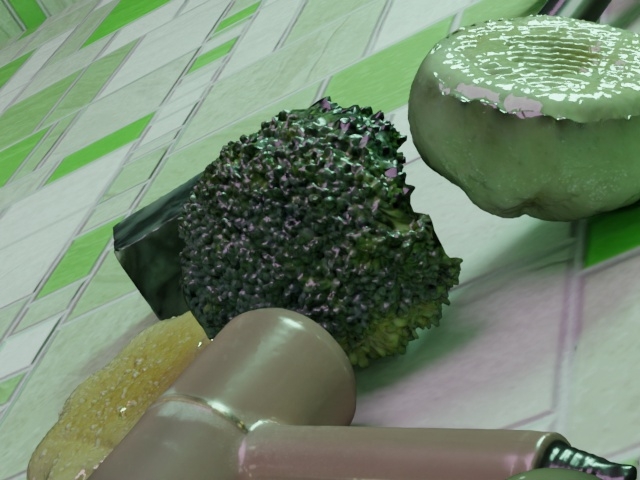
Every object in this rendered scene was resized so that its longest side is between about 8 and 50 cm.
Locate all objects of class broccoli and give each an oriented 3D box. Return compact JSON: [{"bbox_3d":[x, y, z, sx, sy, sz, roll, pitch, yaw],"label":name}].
[{"bbox_3d":[-0.001,0.000,1.170,0.226,0.197,0.176,4,-5,16],"label":"broccoli"}]

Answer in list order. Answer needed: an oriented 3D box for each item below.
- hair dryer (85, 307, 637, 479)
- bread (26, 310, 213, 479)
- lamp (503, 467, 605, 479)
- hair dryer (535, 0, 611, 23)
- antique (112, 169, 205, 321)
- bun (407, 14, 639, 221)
[{"bbox_3d":[0.034,0.124,0.949,0.344,0.106,0.189,-3,31,39],"label":"hair dryer"},{"bbox_3d":[-0.144,0.127,1.275,0.182,0.039,0.251,-22,22,27],"label":"bread"},{"bbox_3d":[0.141,0.145,0.721,0.163,0.091,0.091,-2,33,32],"label":"lamp"},{"bbox_3d":[0.209,-0.264,1.513,0.284,0.155,0.320,-34,21,-13],"label":"hair dryer"},{"bbox_3d":[-0.081,-0.014,1.450,0.183,0.088,0.086,-31,19,2],"label":"antique"},{"bbox_3d":[0.156,-0.076,1.142,0.195,0.118,0.195,2,30,-1],"label":"bun"}]
